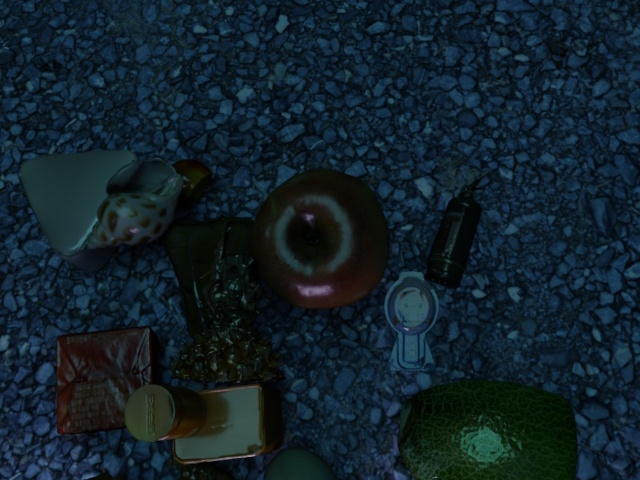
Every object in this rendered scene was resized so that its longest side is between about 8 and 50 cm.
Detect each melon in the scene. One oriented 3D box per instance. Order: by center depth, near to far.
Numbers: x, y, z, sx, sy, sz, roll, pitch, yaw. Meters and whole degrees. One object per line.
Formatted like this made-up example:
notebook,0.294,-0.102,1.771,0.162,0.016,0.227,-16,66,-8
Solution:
melon,0.346,0.458,1.249,0.343,0.226,0.331,13,90,-4

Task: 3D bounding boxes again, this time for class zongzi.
zongzi,-0.335,0.091,1.465,0.360,0.160,0.323,6,82,28

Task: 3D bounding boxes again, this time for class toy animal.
toy animal,-0.232,0.554,1.298,0.255,0.114,0.116,12,70,19

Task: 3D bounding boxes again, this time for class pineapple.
pineapple,-0.195,0.167,1.252,0.262,0.262,0.272,1,79,5

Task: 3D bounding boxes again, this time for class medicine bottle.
medicine bottle,-0.279,0.316,1.053,0.096,0.192,0.096,-1,73,4

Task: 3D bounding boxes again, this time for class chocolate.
chocolate,-0.506,0.335,1.391,0.237,0.108,0.235,-8,79,4

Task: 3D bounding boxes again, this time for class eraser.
eraser,-0.630,-0.075,1.533,0.331,0.150,0.331,-1,69,4

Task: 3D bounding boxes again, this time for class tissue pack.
tissue pack,-0.191,0.403,1.263,0.194,0.274,0.145,-9,72,3

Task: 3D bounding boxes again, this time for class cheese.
cheese,0.224,0.197,1.410,0.135,0.052,0.245,0,79,9

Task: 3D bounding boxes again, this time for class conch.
conch,-0.462,-0.073,1.424,0.275,0.149,0.183,-32,68,-23

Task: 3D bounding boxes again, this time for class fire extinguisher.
fire extinguisher,0.348,-0.031,1.459,0.093,0.118,0.294,28,73,-23

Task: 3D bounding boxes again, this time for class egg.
egg,-0.033,0.566,1.249,0.168,0.168,0.231,-30,75,-5

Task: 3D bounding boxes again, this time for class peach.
peach,-0.363,-0.164,1.551,0.151,0.151,0.118,-13,84,1

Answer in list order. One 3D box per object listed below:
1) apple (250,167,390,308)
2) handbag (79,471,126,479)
apple,0.000,0.000,1.377,0.338,0.305,0.339,0,85,6
handbag,-0.355,0.617,1.200,0.400,0.283,0.133,22,80,10
